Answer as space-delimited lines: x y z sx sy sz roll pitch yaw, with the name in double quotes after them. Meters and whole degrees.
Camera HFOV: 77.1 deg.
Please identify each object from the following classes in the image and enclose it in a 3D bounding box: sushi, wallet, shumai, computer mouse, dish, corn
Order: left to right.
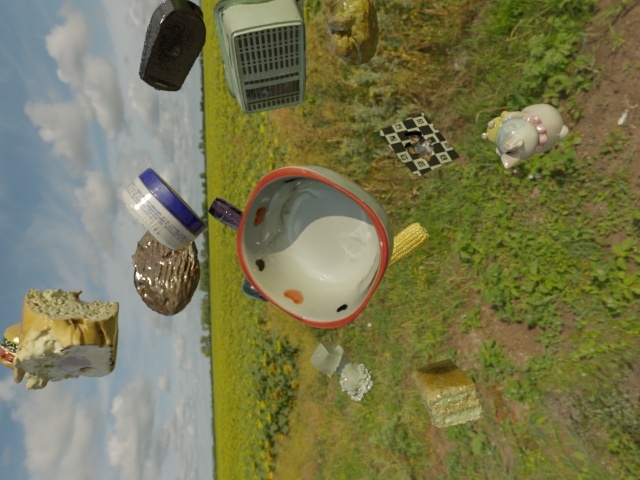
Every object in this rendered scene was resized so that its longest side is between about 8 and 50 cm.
-0.481 -0.626 1.288 0.087 0.168 0.295 42 111 23 "computer mouse"
-0.536 0.130 1.468 0.283 0.216 0.346 100 155 -61 "shumai"
-0.247 -0.056 1.169 0.111 0.165 0.030 -36 24 59 "wallet"
0.000 0.000 0.642 0.117 0.256 0.257 -38 -44 -59 "dish"
0.295 0.030 1.516 0.244 0.093 0.093 -38 40 17 "corn"
0.310 -0.297 1.285 0.210 0.192 0.040 57 161 22 "sushi"

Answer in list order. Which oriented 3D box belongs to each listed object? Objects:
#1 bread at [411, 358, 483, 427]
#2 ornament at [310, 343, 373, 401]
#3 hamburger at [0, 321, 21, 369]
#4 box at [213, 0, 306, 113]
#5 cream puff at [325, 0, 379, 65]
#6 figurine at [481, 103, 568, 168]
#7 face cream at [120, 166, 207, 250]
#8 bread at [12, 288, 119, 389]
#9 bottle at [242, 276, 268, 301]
0.324 0.390 1.056 0.196 0.138 0.102 -83 -22 -81 "bread"
0.088 0.482 1.511 0.285 0.130 0.120 47 178 -19 "ornament"
-0.753 0.280 1.063 0.162 0.161 0.115 -171 100 -74 "hamburger"
-0.144 -0.483 1.034 0.291 0.220 0.166 96 157 -62 "box"
0.121 -0.755 1.432 0.244 0.195 0.245 -17 -90 -89 "cream puff"
0.491 -0.264 1.012 0.155 0.235 0.127 47 147 30 "figurine"
-0.393 -0.073 1.010 0.206 0.111 0.206 44 170 10 "face cream"
-0.516 0.227 0.826 0.211 0.183 0.224 19 105 61 "bread"
-0.116 0.015 0.996 0.156 0.143 0.272 3 67 54 "bottle"
